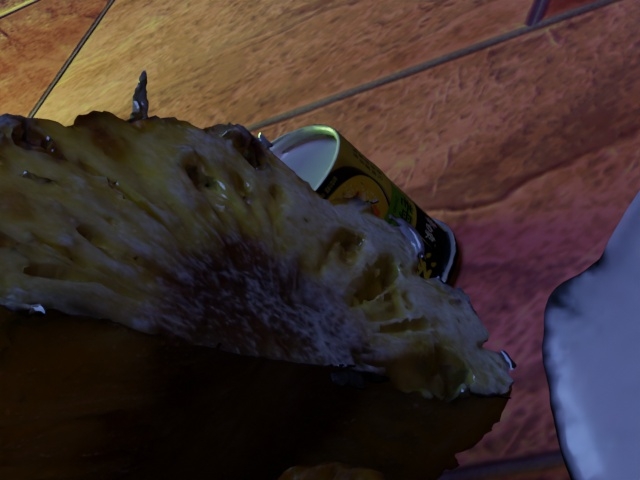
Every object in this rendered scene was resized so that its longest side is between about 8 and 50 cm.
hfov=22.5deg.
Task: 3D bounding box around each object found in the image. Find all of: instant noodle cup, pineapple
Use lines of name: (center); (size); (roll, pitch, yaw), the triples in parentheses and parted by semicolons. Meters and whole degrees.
instant noodle cup: (0.000, 0.000, 1.106); (0.151, 0.122, 0.151); (-31, 26, 17)
pineapple: (-0.123, 0.078, 0.810); (0.286, 0.344, 0.209); (-52, 46, 28)

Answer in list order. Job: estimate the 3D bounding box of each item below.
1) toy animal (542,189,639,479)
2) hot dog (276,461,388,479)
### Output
toy animal: (0.200, 0.048, 0.473); (0.187, 0.235, 0.165); (-52, 42, 24)
hot dog: (-0.030, 0.251, 0.530); (0.405, 0.185, 0.223); (-68, 19, 9)
